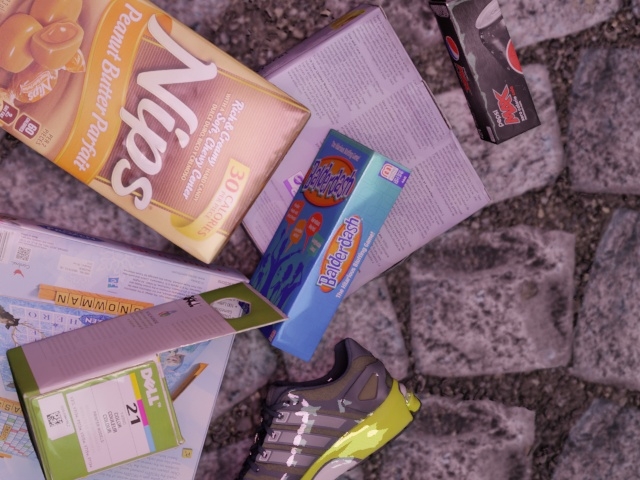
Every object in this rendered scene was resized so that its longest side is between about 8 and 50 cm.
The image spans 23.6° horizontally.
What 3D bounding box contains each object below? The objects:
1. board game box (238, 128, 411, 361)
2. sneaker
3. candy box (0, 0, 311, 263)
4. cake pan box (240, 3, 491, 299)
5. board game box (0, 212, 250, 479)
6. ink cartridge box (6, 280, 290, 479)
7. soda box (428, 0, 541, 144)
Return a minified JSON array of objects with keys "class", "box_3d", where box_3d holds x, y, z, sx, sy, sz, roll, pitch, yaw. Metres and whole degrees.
[{"class":"board game box","box_3d":[0.000,0.000,1.524,0.047,0.160,0.210,27,93,-19]},{"class":"sneaker","box_3d":[-0.039,0.221,1.657,0.300,0.111,0.121,-38,99,-19]},{"class":"candy box","box_3d":[-0.188,-0.138,1.508,0.316,0.087,0.183,34,92,0]},{"class":"cake pan box","box_3d":[0.020,-0.079,1.632,0.246,0.070,0.267,-34,107,-5]},{"class":"board game box","box_3d":[-0.268,0.150,1.596,0.319,0.066,0.318,15,96,-18]},{"class":"ink cartridge box","box_3d":[-0.162,0.132,1.487,0.255,0.189,0.097,-16,103,-13]},{"class":"soda box","box_3d":[0.179,-0.192,1.660,0.060,0.053,0.169,-25,107,-9]}]
